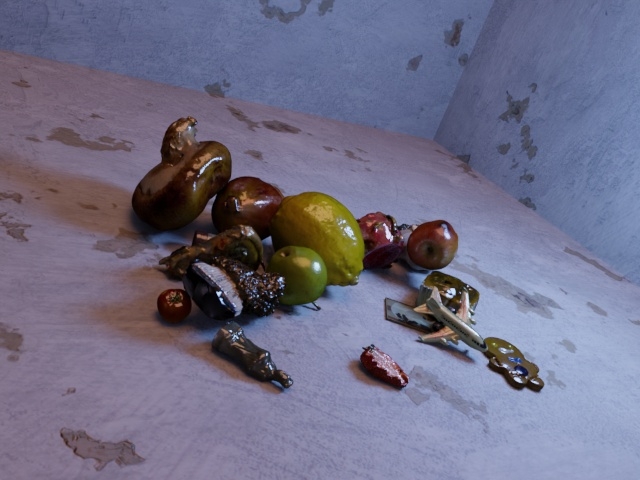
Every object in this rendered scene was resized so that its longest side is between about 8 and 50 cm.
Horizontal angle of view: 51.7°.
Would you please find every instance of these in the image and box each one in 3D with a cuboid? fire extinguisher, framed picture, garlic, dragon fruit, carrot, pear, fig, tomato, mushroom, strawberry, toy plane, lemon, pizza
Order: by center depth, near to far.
[{"bbox_3d":[-0.362,0.164,1.637,0.087,0.075,0.087,10,44,-10],"label":"tomato"},{"bbox_3d":[0.165,0.337,1.748,0.152,0.048,0.104,45,23,17],"label":"strawberry"},{"bbox_3d":[-0.274,0.036,1.810,0.288,0.251,0.074,-1,60,-31],"label":"pizza"},{"bbox_3d":[-0.061,0.120,1.898,0.180,0.216,0.166,-19,34,11],"label":"pear"},{"bbox_3d":[-0.275,0.041,1.995,0.231,0.071,0.099,16,52,-15],"label":"fire extinguisher"},{"bbox_3d":[0.408,0.256,2.018,0.244,0.092,0.229,43,68,9],"label":"toy plane"},{"bbox_3d":[-0.448,-0.200,2.026,0.259,0.345,0.345,55,10,-26],"label":"mushroom"},{"bbox_3d":[-0.004,-0.006,2.062,0.316,0.285,0.285,21,23,-2],"label":"lemon"},{"bbox_3d":[0.301,0.246,2.098,0.201,0.010,0.136,20,24,-5],"label":"framed picture"},{"bbox_3d":[-0.246,-0.100,2.143,0.224,0.224,0.263,31,34,21],"label":"fig"},{"bbox_3d":[0.201,0.013,2.283,0.282,0.211,0.147,22,28,-48],"label":"dragon fruit"},{"bbox_3d":[0.379,0.048,2.449,0.229,0.178,0.142,2,57,-1],"label":"garlic"},{"bbox_3d":[-0.150,-0.148,2.531,0.047,0.047,0.191,4,33,-35],"label":"carrot"}]

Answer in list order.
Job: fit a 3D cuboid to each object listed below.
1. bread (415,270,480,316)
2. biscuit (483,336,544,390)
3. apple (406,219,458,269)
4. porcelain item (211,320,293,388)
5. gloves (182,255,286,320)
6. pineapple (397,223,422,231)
[{"bbox_3d":[0.423,0.187,2.190,0.192,0.109,0.210,27,21,17],"label":"bread"},{"bbox_3d":[0.587,0.374,2.038,0.180,0.039,0.236,9,24,-24],"label":"biscuit"},{"bbox_3d":[0.393,0.013,2.282,0.199,0.199,0.199,18,24,-8],"label":"apple"},{"bbox_3d":[-0.157,0.284,1.575,0.216,0.069,0.081,35,22,17],"label":"porcelain item"},{"bbox_3d":[-0.211,0.123,1.718,0.210,0.135,0.312,23,8,16],"label":"gloves"},{"bbox_3d":[0.319,-0.022,2.589,0.251,0.125,0.125,11,24,-5],"label":"pineapple"}]
